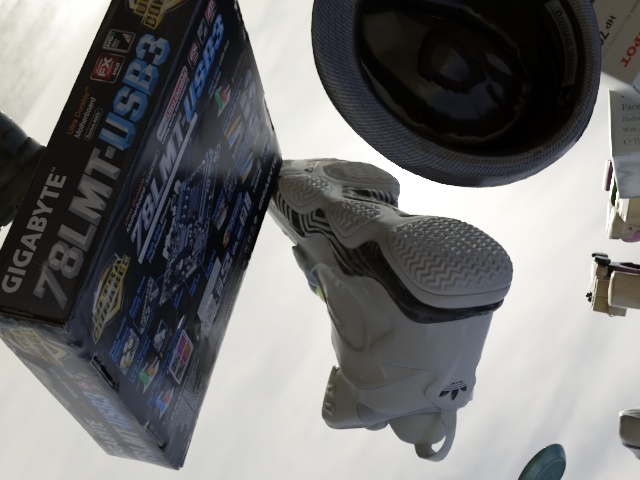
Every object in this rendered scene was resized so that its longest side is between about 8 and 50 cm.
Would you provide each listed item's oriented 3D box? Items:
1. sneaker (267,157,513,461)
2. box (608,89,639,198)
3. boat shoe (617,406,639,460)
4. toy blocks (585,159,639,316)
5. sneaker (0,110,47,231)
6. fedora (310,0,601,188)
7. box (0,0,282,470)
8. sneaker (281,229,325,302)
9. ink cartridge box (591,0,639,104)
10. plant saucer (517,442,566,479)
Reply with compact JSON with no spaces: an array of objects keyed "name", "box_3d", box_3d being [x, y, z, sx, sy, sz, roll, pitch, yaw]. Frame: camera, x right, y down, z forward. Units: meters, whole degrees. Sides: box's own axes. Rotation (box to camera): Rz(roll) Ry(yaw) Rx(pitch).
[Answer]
[{"name":"sneaker","box_3d":[0.034,0.054,1.221,0.366,0.137,0.210,34,-58,53]},{"name":"box","box_3d":[0.392,-0.125,1.326,0.182,0.180,0.119,40,48,-70]},{"name":"boat shoe","box_3d":[0.344,0.185,1.024,0.095,0.258,0.084,-175,-85,-67]},{"name":"toy blocks","box_3d":[0.490,-0.035,1.577,0.288,0.260,0.309,-64,161,-78]},{"name":"sneaker","box_3d":[-0.370,-0.017,1.150,0.286,0.130,0.109,-44,-164,5]},{"name":"fedora","box_3d":[0.108,-0.169,1.129,0.124,0.275,0.244,-179,-71,-74]},{"name":"box","box_3d":[-0.117,-0.016,0.931,0.293,0.073,0.296,71,32,-63]},{"name":"sneaker","box_3d":[0.000,0.000,1.742,0.111,0.121,0.300,-59,-177,11]},{"name":"ink cartridge box","box_3d":[0.280,-0.229,1.237,0.190,0.082,0.140,36,-83,40]},{"name":"plant saucer","box_3d":[0.384,0.402,2.195,0.021,0.119,0.119,39,-83,39]}]
